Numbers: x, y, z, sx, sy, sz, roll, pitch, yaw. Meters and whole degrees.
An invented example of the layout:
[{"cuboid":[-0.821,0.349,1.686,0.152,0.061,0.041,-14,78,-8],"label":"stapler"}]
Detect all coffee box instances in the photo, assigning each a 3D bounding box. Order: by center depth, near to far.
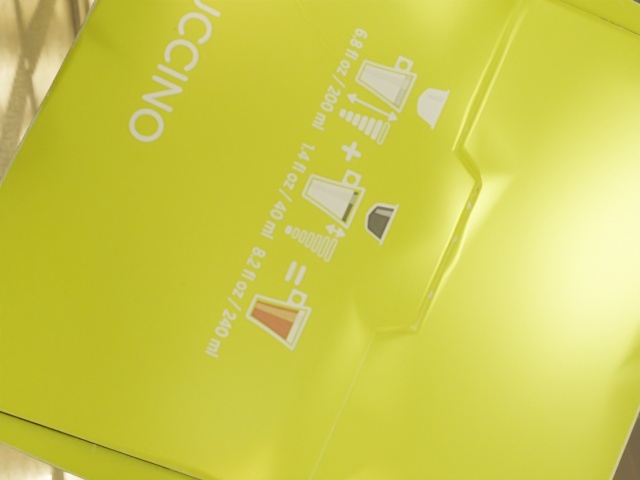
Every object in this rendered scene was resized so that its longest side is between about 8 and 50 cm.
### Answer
[{"cuboid":[0.000,0.000,0.536,0.338,0.338,0.334,-65,-174,-7],"label":"coffee box"}]
